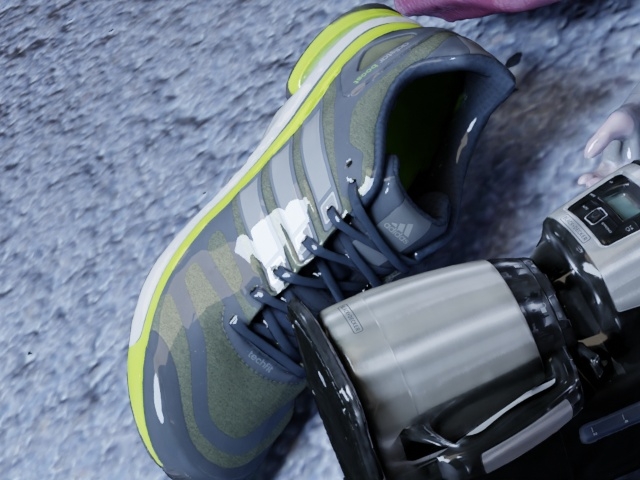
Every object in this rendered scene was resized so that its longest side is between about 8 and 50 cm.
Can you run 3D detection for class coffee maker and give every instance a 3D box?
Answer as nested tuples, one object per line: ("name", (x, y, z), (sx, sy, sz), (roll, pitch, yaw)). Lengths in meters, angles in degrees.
("coffee maker", (0.092, 0.066, 0.753), (0.178, 0.171, 0.120), (-22, 55, -7))

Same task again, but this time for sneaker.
("sneaker", (0.000, 0.000, 0.910), (0.121, 0.111, 0.300), (8, 68, 59))

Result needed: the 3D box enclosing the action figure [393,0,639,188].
("action figure", (0.194, -0.189, 0.948), (0.276, 0.248, 0.370), (-18, 27, -33))
